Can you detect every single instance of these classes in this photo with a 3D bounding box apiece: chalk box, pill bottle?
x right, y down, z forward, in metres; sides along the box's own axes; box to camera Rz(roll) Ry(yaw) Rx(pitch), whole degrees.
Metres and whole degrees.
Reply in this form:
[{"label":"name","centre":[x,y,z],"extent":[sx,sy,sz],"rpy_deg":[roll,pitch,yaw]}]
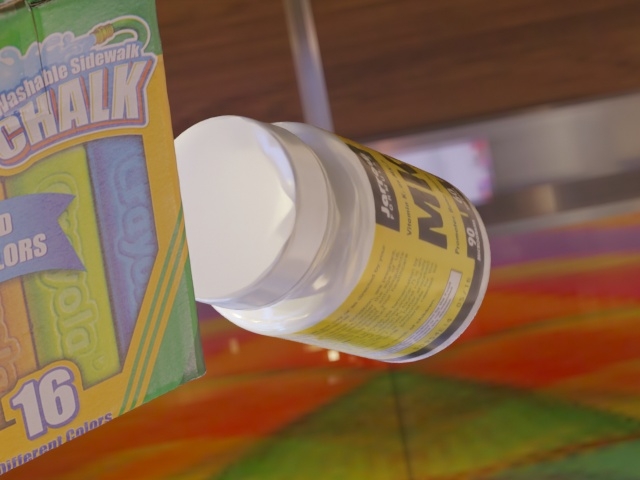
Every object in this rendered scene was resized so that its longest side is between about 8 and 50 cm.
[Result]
[{"label":"chalk box","centre":[-0.136,-0.041,0.645],"extent":[0.132,0.132,0.213],"rpy_deg":[32,138,45]},{"label":"pill bottle","centre":[0.000,0.000,1.093],"extent":[0.208,0.119,0.119],"rpy_deg":[17,-120,-58]}]
